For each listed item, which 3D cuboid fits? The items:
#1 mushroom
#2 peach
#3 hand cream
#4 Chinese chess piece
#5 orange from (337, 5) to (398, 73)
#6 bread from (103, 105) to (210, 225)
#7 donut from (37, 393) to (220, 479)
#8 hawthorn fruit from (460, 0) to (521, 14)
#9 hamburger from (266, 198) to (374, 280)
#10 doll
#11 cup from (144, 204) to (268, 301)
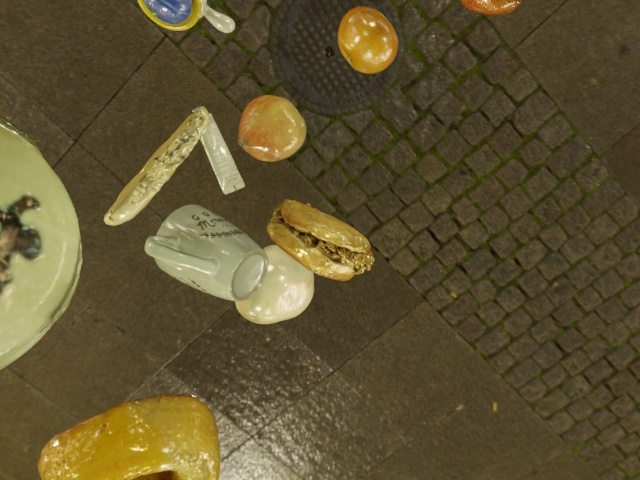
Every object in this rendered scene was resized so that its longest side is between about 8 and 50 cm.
[{"bbox_3d":[-0.152,0.118,1.503,0.254,0.234,0.260,-40,138,-17],"label":"mushroom"},{"bbox_3d":[-0.167,-0.357,1.641,0.232,0.232,0.232,0,110,1],"label":"peach"},{"bbox_3d":[-0.272,-0.238,1.335,0.050,0.080,0.234,-13,104,43],"label":"hand cream"},{"bbox_3d":[-0.453,-0.003,0.570,0.146,0.349,0.349,-22,109,31],"label":"Chinese chess piece"},{"bbox_3d":[0.109,-0.469,1.197,0.124,0.156,0.156,-44,103,7],"label":"orange"},{"bbox_3d":[-0.282,-0.123,0.877,0.039,0.182,0.251,41,65,-21],"label":"bread"},{"bbox_3d":[-0.286,0.366,0.793,0.277,0.108,0.277,-13,125,-19],"label":"donut"},{"bbox_3d":[0.316,-0.510,0.931,0.189,0.189,0.189,0,110,1],"label":"hawthorn fruit"},{"bbox_3d":[0.000,0.000,0.740,0.138,0.147,0.083,15,106,-51],"label":"hamburger"},{"bbox_3d":[-0.409,-0.696,1.517,0.311,0.242,0.159,29,106,-23],"label":"doll"},{"bbox_3d":[-0.272,0.037,1.181,0.234,0.258,0.186,26,101,31],"label":"cup"}]
